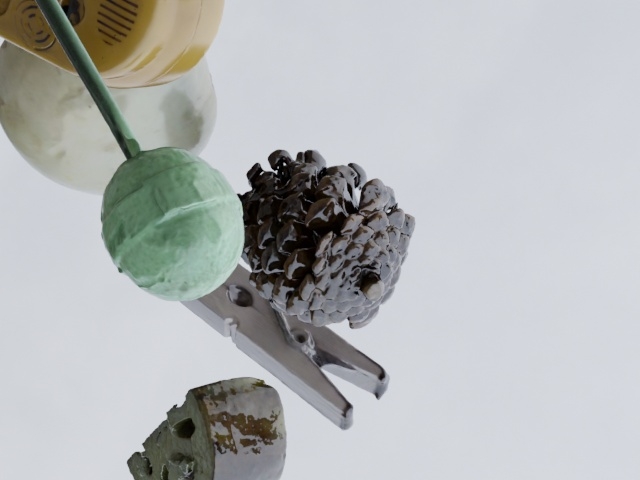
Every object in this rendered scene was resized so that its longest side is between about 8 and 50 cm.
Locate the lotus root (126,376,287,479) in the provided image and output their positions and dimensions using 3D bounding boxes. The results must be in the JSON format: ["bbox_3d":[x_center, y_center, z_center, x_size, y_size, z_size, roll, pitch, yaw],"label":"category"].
[{"bbox_3d":[-0.125,0.243,1.777,0.235,0.119,0.138,-40,-118,56],"label":"lotus root"}]

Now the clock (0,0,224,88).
[{"bbox_3d":[-0.267,-0.304,1.779,0.200,0.317,0.244,-21,140,-58],"label":"clock"}]

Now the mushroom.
[{"bbox_3d":[-0.294,-0.238,2.119,0.314,0.314,0.336,-50,-149,26],"label":"mushroom"}]

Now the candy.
[{"bbox_3d":[-0.195,-0.136,1.353,0.119,0.119,0.440,-46,-118,32],"label":"candy"}]

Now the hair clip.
[{"bbox_3d":[-0.059,0.141,2.251,0.101,0.331,0.085,-48,160,-23],"label":"hair clip"}]

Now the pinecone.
[{"bbox_3d":[0.000,0.000,2.070,0.272,0.224,0.224,35,-84,43],"label":"pinecone"}]
